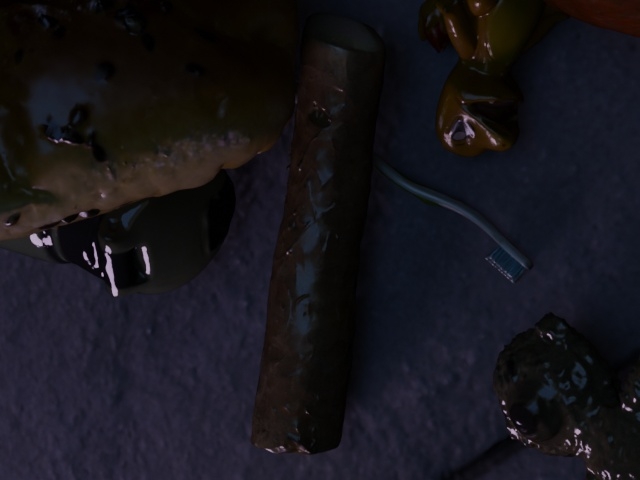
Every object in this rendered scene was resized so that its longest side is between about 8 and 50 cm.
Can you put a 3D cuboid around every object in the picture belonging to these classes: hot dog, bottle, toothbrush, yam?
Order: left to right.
[{"bbox_3d":[-0.237,-0.065,1.287,0.347,0.168,0.169,22,101,21],"label":"bottle"},{"bbox_3d":[-0.199,-0.156,1.144,0.365,0.196,0.367,-7,53,-11],"label":"hot dog"},{"bbox_3d":[0.000,0.000,1.209,0.081,0.081,0.357,14,106,24],"label":"yam"},{"bbox_3d":[0.066,-0.056,1.222,0.263,0.022,0.026,41,96,18],"label":"toothbrush"}]

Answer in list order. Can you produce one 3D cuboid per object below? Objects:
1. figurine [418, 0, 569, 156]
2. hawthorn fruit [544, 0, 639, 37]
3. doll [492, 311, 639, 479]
[{"bbox_3d":[0.117,-0.153,1.165,0.122,0.121,0.176,30,117,50],"label":"figurine"},{"bbox_3d":[0.257,-0.231,1.026,0.262,0.210,0.211,12,98,-7],"label":"hawthorn fruit"},{"bbox_3d":[0.236,0.171,1.087,0.286,0.091,0.203,56,146,14],"label":"doll"}]
